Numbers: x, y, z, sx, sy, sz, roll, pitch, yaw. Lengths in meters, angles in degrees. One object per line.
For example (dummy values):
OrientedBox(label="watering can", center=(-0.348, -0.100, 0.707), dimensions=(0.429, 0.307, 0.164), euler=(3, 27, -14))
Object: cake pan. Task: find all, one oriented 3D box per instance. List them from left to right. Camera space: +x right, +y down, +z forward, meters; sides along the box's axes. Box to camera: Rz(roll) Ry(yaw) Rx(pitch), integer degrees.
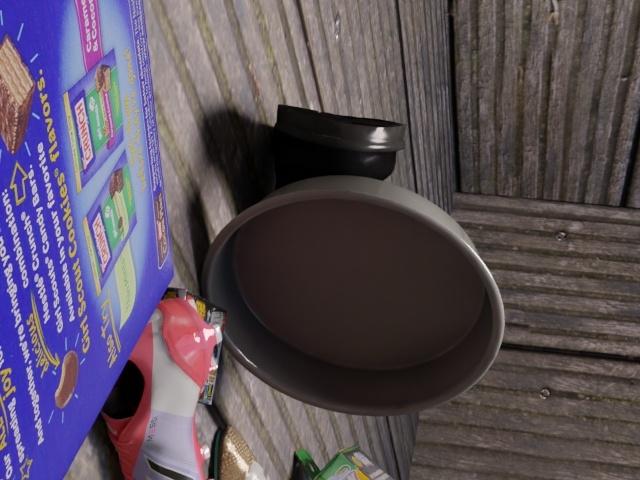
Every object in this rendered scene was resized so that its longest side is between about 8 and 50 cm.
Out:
OrientedBox(label="cake pan", center=(0.032, 0.053, 1.106), dimensions=(0.054, 0.293, 0.293), euler=(-72, 163, -48))

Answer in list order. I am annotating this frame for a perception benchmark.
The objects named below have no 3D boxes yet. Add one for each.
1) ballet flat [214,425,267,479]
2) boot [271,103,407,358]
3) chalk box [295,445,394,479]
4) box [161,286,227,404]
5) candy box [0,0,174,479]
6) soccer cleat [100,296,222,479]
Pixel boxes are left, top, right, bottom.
OrientedBox(label="ballet flat", center=(-0.079, 0.297, 1.245), dimensions=(0.073, 0.067, 0.206), euler=(-55, 148, -65))
OrientedBox(label="boot", center=(0.004, 0.000, 1.203), dimensions=(0.348, 0.131, 0.260), euler=(175, -79, -86))
OrientedBox(label="chalk box", center=(0.040, 0.379, 1.614), dimensions=(0.132, 0.213, 0.132), euler=(-51, 165, 3))
OrientedBox(label="box", center=(-0.122, 0.098, 1.043), dimensions=(0.137, 0.027, 0.094), euler=(49, 50, -74))
OrientedBox(label="candy box", center=(-0.178, -0.002, 0.503), dimensions=(0.317, 0.122, 0.268), euler=(-70, 163, -53))
OrientedBox(label="soccer cleat", center=(-0.138, 0.156, 0.921), dimensions=(0.095, 0.083, 0.248), euler=(-15, 129, -34))
